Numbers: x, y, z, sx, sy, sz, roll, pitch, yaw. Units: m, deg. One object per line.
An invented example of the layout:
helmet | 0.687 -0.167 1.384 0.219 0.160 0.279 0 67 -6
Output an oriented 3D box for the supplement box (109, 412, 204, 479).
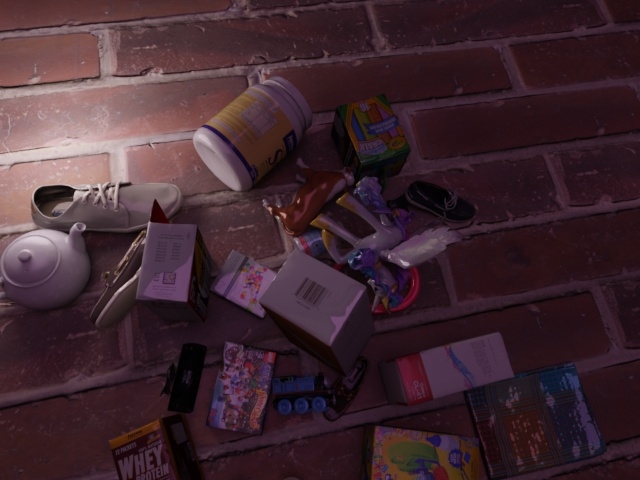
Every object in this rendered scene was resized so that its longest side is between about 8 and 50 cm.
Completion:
supplement box | -0.407 0.560 1.181 0.129 0.194 0.192 -23 74 -5

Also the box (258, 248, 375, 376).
box | 0.006 0.204 1.248 0.214 0.345 0.168 27 71 22

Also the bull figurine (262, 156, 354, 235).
bull figurine | -0.033 -0.156 1.497 0.188 0.101 0.310 32 70 25

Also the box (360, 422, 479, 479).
box | 0.250 0.652 1.231 0.278 0.177 0.290 7 71 -2

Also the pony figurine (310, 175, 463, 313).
pony figurine | 0.194 -0.002 1.359 0.351 0.303 0.363 -40 92 15

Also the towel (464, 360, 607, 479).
towel | 0.632 0.528 1.382 0.369 0.040 0.272 -9 72 -8

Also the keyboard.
keyboard | -0.396 0.389 1.342 0.100 0.038 0.192 19 68 -24

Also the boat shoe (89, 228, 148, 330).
boat shoe | -0.569 0.108 1.374 0.096 0.117 0.325 27 67 9

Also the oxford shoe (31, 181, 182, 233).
oxford shoe | -0.654 -0.114 1.424 0.448 0.130 0.169 -5 58 -9

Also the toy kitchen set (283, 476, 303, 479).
toy kitchen set | -0.043 0.748 1.221 0.207 0.122 0.166 31 70 27

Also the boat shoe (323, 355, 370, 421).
boat shoe | 0.074 0.424 1.347 0.073 0.073 0.207 32 73 3

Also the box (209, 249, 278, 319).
box | -0.222 0.135 1.431 0.186 0.038 0.145 29 70 1

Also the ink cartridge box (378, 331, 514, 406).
ink cartridge box | 0.341 0.363 1.312 0.305 0.226 0.131 -10 73 -8

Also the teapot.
teapot | -0.801 0.073 1.323 0.252 0.187 0.256 8 71 -2

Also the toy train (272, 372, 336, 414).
toy train | -0.049 0.430 1.312 0.183 0.080 0.105 -9 72 11

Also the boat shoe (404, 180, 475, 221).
boat shoe | 0.410 -0.136 1.557 0.254 0.079 0.095 23 63 -7

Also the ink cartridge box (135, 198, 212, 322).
ink cartridge box | -0.387 0.067 1.298 0.129 0.309 0.272 4 71 -4

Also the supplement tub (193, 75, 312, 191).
supplement tub | -0.209 -0.341 1.492 0.241 0.241 0.331 42 73 9

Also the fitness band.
fitness band | 0.169 0.129 1.470 0.290 0.054 0.209 -4 74 -6

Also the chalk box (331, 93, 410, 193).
chalk box | 0.173 -0.299 1.548 0.179 0.180 0.289 -19 75 -11

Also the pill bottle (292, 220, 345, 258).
pill bottle | 0.000 0.000 1.476 0.160 0.087 0.087 -25 75 -13

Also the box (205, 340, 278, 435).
box | -0.220 0.419 1.334 0.159 0.044 0.233 11 71 -1

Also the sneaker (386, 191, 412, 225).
sneaker | 0.237 -0.094 1.553 0.170 0.051 0.089 -24 75 -18
